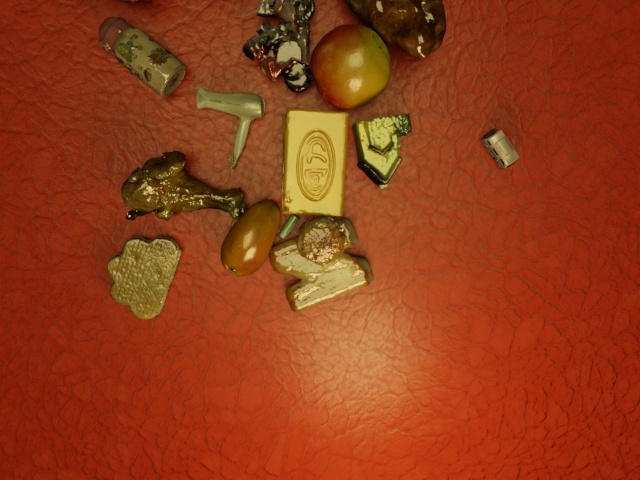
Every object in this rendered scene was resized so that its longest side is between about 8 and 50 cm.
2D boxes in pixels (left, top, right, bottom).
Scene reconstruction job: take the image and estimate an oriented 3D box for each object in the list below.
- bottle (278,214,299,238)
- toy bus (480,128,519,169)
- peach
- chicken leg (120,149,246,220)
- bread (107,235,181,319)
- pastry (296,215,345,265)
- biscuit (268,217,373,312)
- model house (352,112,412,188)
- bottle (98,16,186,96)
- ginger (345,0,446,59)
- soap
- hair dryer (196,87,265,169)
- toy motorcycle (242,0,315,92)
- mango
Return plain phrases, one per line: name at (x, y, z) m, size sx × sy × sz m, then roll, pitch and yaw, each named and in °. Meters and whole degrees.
bottle at (-0.100, -0.044, 1.569) m, size 0.030 × 0.030 × 0.083 m, roll 34°, pitch 98°, yaw -6°
toy bus at (0.559, -0.282, 1.522) m, size 0.060 × 0.075 × 0.123 m, roll -37°, pitch 98°, yaw 4°
peach at (0.087, -0.491, 1.403) m, size 0.231 × 0.231 × 0.230 m, roll 0°, pitch 99°, yaw -1°
chicken leg at (-0.413, -0.165, 1.498) m, size 0.362 × 0.140 × 0.211 m, roll -3°, pitch 120°, yaw -11°
bread at (-0.570, 0.102, 1.569) m, size 0.208 × 0.056 × 0.286 m, roll 24°, pitch 98°, yaw -8°
pastry at (0.001, 0.003, 1.493) m, size 0.154 × 0.081 × 0.153 m, roll 0°, pitch 97°, yaw 0°
biscuit at (0.002, 0.079, 1.574) m, size 0.291 × 0.062 × 0.236 m, roll -24°, pitch 97°, yaw 1°
model house at (0.193, -0.258, 1.459) m, size 0.171 × 0.194 × 0.211 m, roll -8°, pitch 98°, yaw -2°
bottle at (-0.526, -0.543, 1.440) m, size 0.253 × 0.120 × 0.120 m, roll 37°, pitch 96°, yaw -5°
ginger at (0.201, -0.689, 1.402) m, size 0.418 × 0.254 × 0.176 m, roll 47°, pitch 132°, yaw 4°
soap at (-0.019, -0.232, 1.508) m, size 0.205 × 0.096 × 0.324 m, roll 2°, pitch 99°, yaw -2°
hair dryer at (-0.281, -0.337, 1.515) m, size 0.207 × 0.075 × 0.236 m, roll 8°, pitch 107°, yaw 5°
toy motorcycle at (-0.118, -0.639, 1.428) m, size 0.207 × 0.134 × 0.400 m, roll 2°, pitch 100°, yaw -8°
mango at (-0.210, -0.007, 1.494) m, size 0.139 × 0.175 × 0.254 m, roll 26°, pitch 104°, yaw -6°
